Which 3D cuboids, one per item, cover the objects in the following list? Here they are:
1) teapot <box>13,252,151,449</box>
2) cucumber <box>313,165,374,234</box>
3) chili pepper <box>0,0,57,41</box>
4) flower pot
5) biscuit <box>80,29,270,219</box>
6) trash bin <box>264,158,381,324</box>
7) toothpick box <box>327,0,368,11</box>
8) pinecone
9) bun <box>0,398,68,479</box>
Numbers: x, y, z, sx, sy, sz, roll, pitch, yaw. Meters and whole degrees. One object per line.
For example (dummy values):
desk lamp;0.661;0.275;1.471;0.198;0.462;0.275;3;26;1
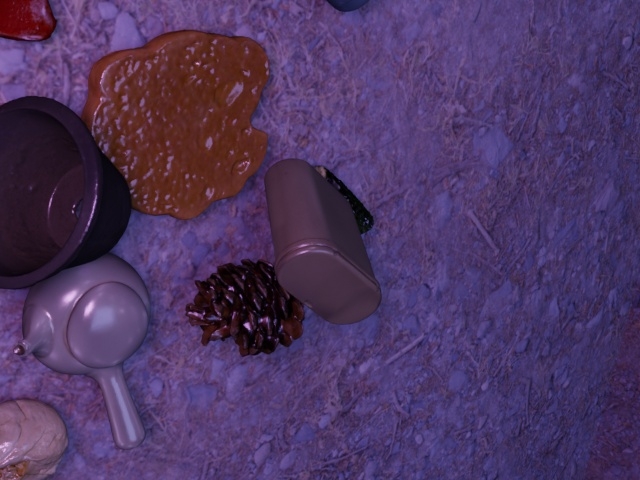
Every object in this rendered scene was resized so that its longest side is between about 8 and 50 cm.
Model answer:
teapot;-0.343;0.165;1.311;0.220;0.149;0.318;-46;130;-17
cucumber;0.040;-0.083;1.626;0.058;0.058;0.187;-55;132;-10
chili pepper;-0.455;-0.341;1.052;0.252;0.136;0.144;8;57;-54
flower pot;-0.379;-0.057;1.151;0.166;0.269;0.269;17;95;-65
biscuit;-0.225;-0.192;1.339;0.351;0.057;0.312;-32;126;-27
trash bin;0.000;0.000;1.480;0.121;0.247;0.243;-31;134;19
toothpick box;0.015;-0.492;1.393;0.184;0.120;0.120;30;86;-42
pinecone;-0.130;0.119;1.453;0.204;0.184;0.179;-2;74;-50
bun;-0.489;0.341;1.276;0.188;0.111;0.164;-17;120;-40
